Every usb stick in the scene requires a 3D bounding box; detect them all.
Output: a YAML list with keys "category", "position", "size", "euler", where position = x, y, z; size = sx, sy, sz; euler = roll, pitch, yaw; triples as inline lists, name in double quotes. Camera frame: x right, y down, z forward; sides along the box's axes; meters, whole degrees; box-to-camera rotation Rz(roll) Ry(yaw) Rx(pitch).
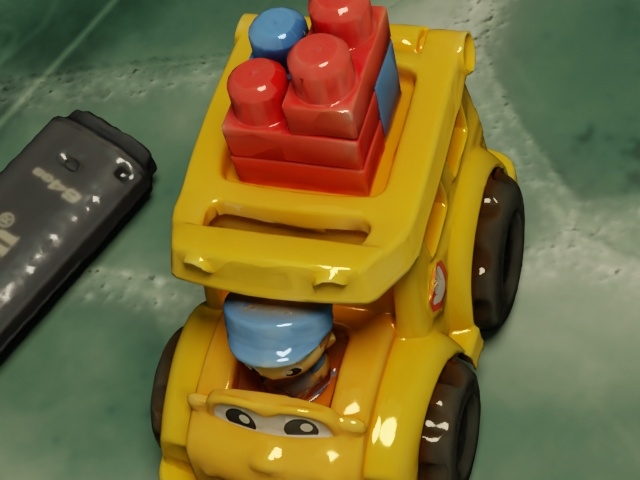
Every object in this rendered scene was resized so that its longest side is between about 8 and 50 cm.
- category: "usb stick"
  position: [-0.193, 0.043, 0.762]
  size: [0.077, 0.045, 0.278]
  euler: [28, 65, 28]

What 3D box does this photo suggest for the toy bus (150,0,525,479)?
- category: "toy bus"
  position: [0.000, 0.000, 0.650]
  size: [0.149, 0.211, 0.220]
  euler: [8, 59, 16]
